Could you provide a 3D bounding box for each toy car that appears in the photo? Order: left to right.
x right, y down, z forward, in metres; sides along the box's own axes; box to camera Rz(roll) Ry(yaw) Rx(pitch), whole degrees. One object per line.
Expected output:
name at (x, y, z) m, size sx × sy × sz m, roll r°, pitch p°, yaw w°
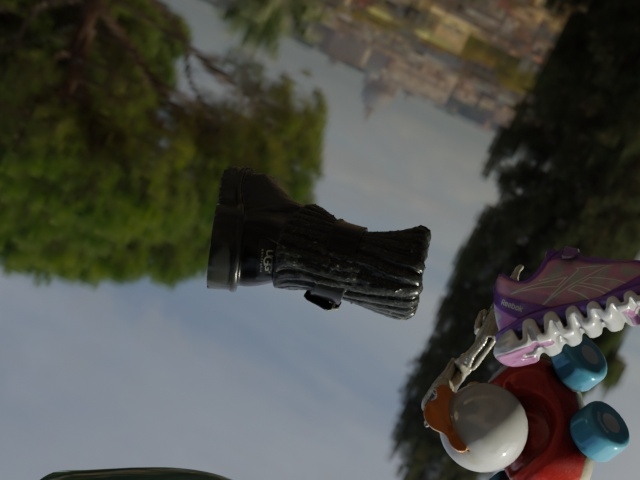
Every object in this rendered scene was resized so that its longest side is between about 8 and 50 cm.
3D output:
toy car at (0.228, 0.227, 1.862) m, size 0.238 × 0.219 × 0.210 m, roll 20°, pitch -138°, yaw -32°

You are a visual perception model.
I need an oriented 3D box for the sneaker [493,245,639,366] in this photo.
sneaker at (0.283, 0.047, 1.515) m, size 0.095 × 0.236 × 0.104 m, roll 50°, pitch -158°, yaw -66°

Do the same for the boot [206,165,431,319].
boot at (0.000, 0.004, 1.783) m, size 0.260 × 0.131 × 0.348 m, roll 5°, pitch -164°, yaw -2°

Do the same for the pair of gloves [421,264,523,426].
pair of gloves at (0.227, 0.161, 2.169) m, size 0.042 × 0.240 × 0.204 m, roll 34°, pitch -139°, yaw 6°

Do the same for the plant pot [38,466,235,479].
plant pot at (-0.164, 0.377, 1.557) m, size 0.235 × 0.293 × 0.293 m, roll -12°, pitch 172°, yaw 21°
